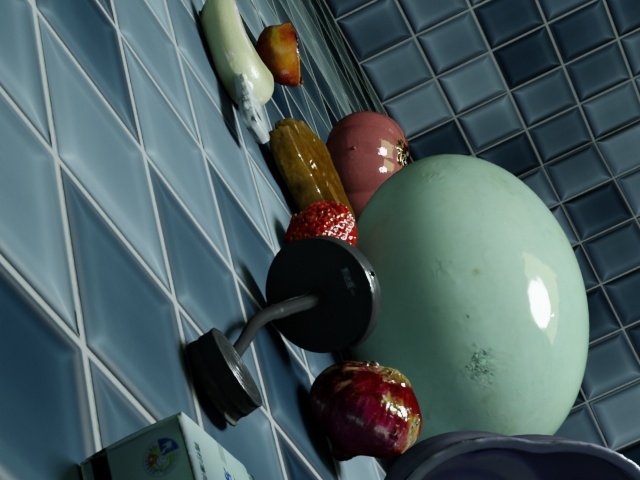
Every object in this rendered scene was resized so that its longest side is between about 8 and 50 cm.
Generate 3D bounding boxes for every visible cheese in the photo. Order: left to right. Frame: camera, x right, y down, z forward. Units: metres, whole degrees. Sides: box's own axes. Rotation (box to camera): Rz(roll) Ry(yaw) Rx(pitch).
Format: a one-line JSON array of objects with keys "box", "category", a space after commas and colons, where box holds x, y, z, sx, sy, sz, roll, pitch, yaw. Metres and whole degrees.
[{"box": [-0.088, -0.185, 1.695, 0.127, 0.050, 0.235, 61, 8, -33], "category": "cheese"}]

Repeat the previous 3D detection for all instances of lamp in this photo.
[{"box": [-0.021, 0.053, 1.189, 0.130, 0.108, 0.371, 62, 8, 6], "category": "lamp"}, {"box": [0.060, -0.095, 2.116, 0.182, 0.140, 0.182, -7, 90, -78], "category": "lamp"}]

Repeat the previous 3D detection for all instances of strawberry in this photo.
[{"box": [0.000, 0.000, 1.609, 0.083, 0.083, 0.096, 63, 12, -13], "category": "strawberry"}]

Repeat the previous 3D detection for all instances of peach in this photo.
[{"box": [-0.059, -0.257, 2.073, 0.098, 0.061, 0.098, 171, -90, -82], "category": "peach"}]

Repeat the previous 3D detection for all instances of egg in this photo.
[{"box": [0.162, 0.076, 1.681, 0.276, 0.276, 0.389, 53, 24, -54], "category": "egg"}]

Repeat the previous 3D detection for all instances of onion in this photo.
[{"box": [0.039, 0.156, 1.339, 0.107, 0.097, 0.107, 24, 10, -4], "category": "onion"}]

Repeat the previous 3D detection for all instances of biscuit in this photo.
[{"box": [0.002, -0.049, 1.882, 0.278, 0.043, 0.301, 61, 9, -20], "category": "biscuit"}]

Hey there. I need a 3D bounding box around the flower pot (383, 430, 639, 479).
[{"box": [0.131, 0.253, 1.136, 0.265, 0.265, 0.243, 64, -3, -6], "category": "flower pot"}]

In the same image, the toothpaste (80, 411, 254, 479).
[{"box": [-0.035, 0.242, 0.675, 0.081, 0.067, 0.336, 53, 13, -52], "category": "toothpaste"}]
